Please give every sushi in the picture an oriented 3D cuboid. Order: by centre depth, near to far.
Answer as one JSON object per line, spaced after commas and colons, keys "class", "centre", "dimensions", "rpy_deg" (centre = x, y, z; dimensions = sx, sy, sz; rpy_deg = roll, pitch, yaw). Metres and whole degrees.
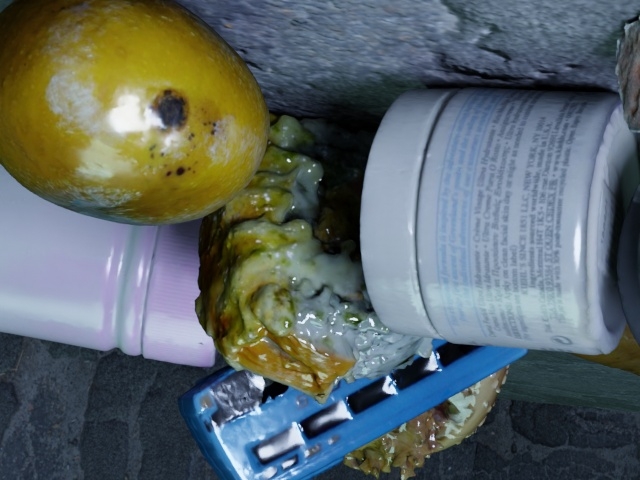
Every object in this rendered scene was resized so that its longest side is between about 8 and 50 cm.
{"class": "sushi", "centre": [0.000, 0.000, 1.052], "dimensions": [0.184, 0.274, 0.139], "rpy_deg": [10, 144, -19]}

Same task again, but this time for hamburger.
{"class": "hamburger", "centre": [0.105, 0.211, 1.938], "dimensions": [0.268, 0.286, 0.445], "rpy_deg": [13, 172, -27]}

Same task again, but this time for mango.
{"class": "mango", "centre": [-0.132, -0.083, 0.873], "dimensions": [0.193, 0.146, 0.316], "rpy_deg": [19, 176, -5]}

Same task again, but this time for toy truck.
{"class": "toy truck", "centre": [0.040, 0.134, 1.415], "dimensions": [0.385, 0.162, 0.161], "rpy_deg": [-27, 180, -17]}

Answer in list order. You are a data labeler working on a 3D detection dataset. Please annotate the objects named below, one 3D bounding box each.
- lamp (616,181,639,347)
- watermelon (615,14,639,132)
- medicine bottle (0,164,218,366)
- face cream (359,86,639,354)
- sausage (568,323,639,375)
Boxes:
{"class": "lamp", "centre": [0.315, 0.026, 0.850], "dimensions": [0.272, 0.205, 0.374], "rpy_deg": [20, 173, -31]}
{"class": "watermelon", "centre": [0.243, -0.091, 0.649], "dimensions": [0.154, 0.094, 0.241], "rpy_deg": [5, 176, -29]}
{"class": "medicine bottle", "centre": [-0.249, 0.012, 1.369], "dimensions": [0.316, 0.202, 0.202], "rpy_deg": [11, 170, -1]}
{"class": "face cream", "centre": [0.129, -0.014, 0.880], "dimensions": [0.153, 0.177, 0.177], "rpy_deg": [6, 169, 25]}
{"class": "sausage", "centre": [0.313, 0.071, 1.350], "dimensions": [0.501, 0.123, 0.136], "rpy_deg": [19, 165, -40]}
